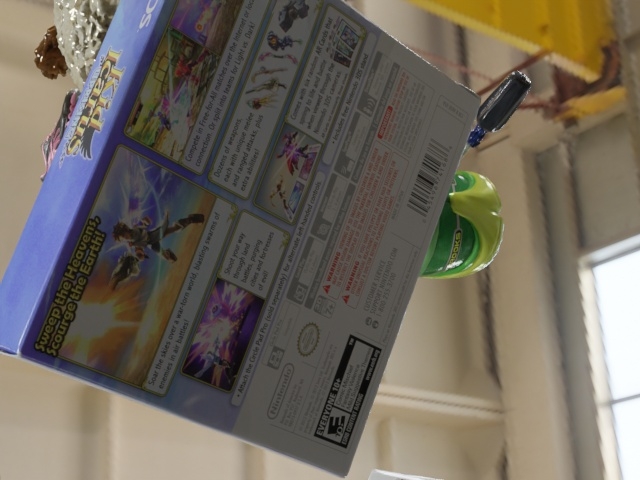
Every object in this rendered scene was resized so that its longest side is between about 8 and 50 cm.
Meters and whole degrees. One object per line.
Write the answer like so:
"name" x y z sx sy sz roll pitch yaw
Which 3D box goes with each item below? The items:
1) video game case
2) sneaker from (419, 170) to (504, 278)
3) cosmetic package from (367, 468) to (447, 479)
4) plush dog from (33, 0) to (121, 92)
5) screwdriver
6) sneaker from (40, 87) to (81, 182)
"video game case" -0.040 -0.021 0.700 0.244 0.061 0.269 29 -103 -38
"sneaker" 0.000 0.000 0.921 0.123 0.295 0.109 14 -117 -45
"cosmetic package" 0.119 0.382 1.312 0.151 0.151 0.183 -60 -35 -44
"plush dog" -0.129 -0.130 0.923 0.262 0.211 0.225 46 -161 -53
"screwdriver" 0.113 -0.065 0.919 0.024 0.170 0.025 -10 -129 -47
"sneaker" -0.277 -0.107 1.246 0.047 0.057 0.119 -20 -56 -61
